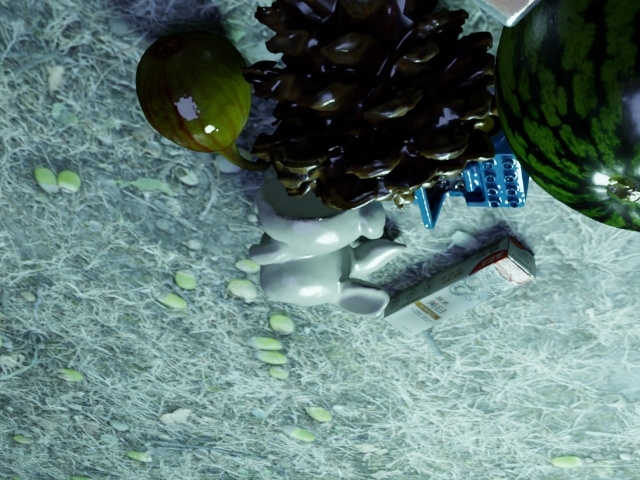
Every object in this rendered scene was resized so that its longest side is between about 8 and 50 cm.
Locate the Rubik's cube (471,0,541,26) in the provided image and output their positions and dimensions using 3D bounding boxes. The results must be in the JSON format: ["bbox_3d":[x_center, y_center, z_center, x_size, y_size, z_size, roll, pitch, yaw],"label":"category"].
[{"bbox_3d":[0.134,-0.323,0.681,0.207,0.205,0.205,29,138,-18],"label":"Rubik's cube"}]

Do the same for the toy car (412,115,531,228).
[{"bbox_3d":[0.140,-0.074,1.039,0.191,0.100,0.097,2,142,20],"label":"toy car"}]

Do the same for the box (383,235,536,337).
[{"bbox_3d":[0.176,0.063,1.229,0.055,0.040,0.218,37,134,-22],"label":"box"}]

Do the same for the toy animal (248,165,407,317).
[{"bbox_3d":[0.005,-0.002,1.141,0.178,0.127,0.193,-1,135,14],"label":"toy animal"}]

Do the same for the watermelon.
[{"bbox_3d":[0.284,-0.143,0.782,0.285,0.285,0.285,8,139,7],"label":"watermelon"}]

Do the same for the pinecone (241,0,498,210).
[{"bbox_3d":[0.037,-0.148,0.894,0.243,0.243,0.257,-34,95,41],"label":"pinecone"}]

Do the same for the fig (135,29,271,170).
[{"bbox_3d":[-0.115,-0.130,1.054,0.124,0.124,0.236,-3,149,19],"label":"fig"}]
